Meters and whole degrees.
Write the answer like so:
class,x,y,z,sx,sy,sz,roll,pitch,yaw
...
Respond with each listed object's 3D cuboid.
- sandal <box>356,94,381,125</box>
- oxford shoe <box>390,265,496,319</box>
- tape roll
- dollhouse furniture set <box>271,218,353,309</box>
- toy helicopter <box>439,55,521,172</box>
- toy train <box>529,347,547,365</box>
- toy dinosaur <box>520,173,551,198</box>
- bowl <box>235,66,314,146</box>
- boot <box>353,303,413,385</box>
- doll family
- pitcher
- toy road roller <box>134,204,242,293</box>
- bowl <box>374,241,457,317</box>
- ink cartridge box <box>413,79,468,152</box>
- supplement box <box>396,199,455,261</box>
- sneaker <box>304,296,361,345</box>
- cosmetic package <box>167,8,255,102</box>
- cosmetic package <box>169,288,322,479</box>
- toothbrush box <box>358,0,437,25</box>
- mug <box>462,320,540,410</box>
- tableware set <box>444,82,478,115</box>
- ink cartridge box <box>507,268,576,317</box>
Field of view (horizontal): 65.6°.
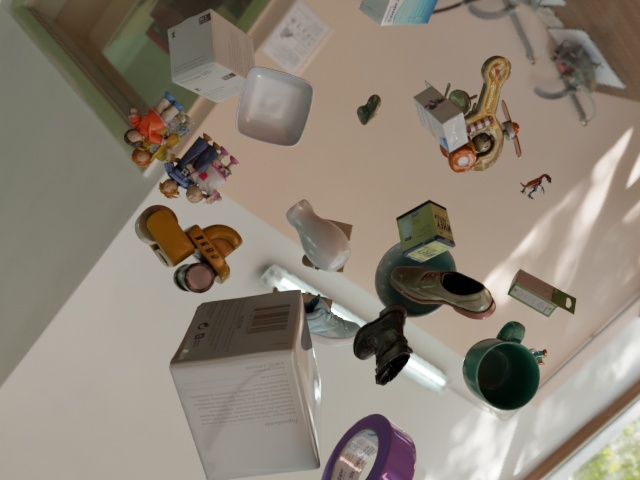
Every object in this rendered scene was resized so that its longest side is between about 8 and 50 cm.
class,x,y,z,sx,sy,sz,roll,pitch,yaw
sandal,0.185,-0.476,1.816,0.180,0.049,0.072,-34,74,67
oxford shoe,0.360,0.124,1.516,0.348,0.123,0.130,13,146,37
tape roll,0.116,0.586,1.260,0.090,0.275,0.275,38,-167,-11
dollhouse furniture set,-0.052,0.100,2.159,0.256,0.395,0.362,13,176,-7
toy helicopter,0.515,-0.373,1.508,0.234,0.355,0.140,2,-147,-4
toy train,0.696,0.416,1.698,0.125,0.166,0.046,6,-121,-26
toy dinosaur,0.538,-0.140,1.231,0.047,0.082,0.090,39,176,32
bowl,-0.093,-0.267,0.992,0.141,0.142,0.053,11,-158,-18
boot,0.170,0.322,1.426,0.091,0.263,0.229,27,-148,-11
doll family,-0.313,-0.182,1.095,0.263,0.163,0.118,44,173,-11
pitcher,0.000,0.000,1.470,0.207,0.125,0.178,49,175,27
toy road roller,-0.406,0.002,1.592,0.330,0.240,0.202,55,156,-13
bowl,0.379,0.161,1.887,0.312,0.311,0.163,50,-174,36
ink cartridge box,0.301,-0.323,1.285,0.181,0.061,0.104,61,-178,41
supplement box,0.196,-0.016,0.934,0.056,0.083,0.083,18,-126,-39
sneaker,0.011,0.293,1.853,0.365,0.150,0.135,11,-159,-24
cosmetic package,-0.284,-0.484,1.325,0.183,0.151,0.152,6,-106,-61
cosmetic package,-0.183,0.402,1.418,0.329,0.327,0.394,-87,-12,-69
toothbrush box,0.307,-0.907,1.789,0.295,0.216,0.126,-25,-120,-39
mug,0.358,0.251,0.984,0.130,0.157,0.097,54,171,0
tableware set,0.450,-0.414,1.646,0.128,0.039,0.194,49,151,27
ink cartridge box,0.755,0.192,1.699,0.209,0.062,0.109,30,-145,15
